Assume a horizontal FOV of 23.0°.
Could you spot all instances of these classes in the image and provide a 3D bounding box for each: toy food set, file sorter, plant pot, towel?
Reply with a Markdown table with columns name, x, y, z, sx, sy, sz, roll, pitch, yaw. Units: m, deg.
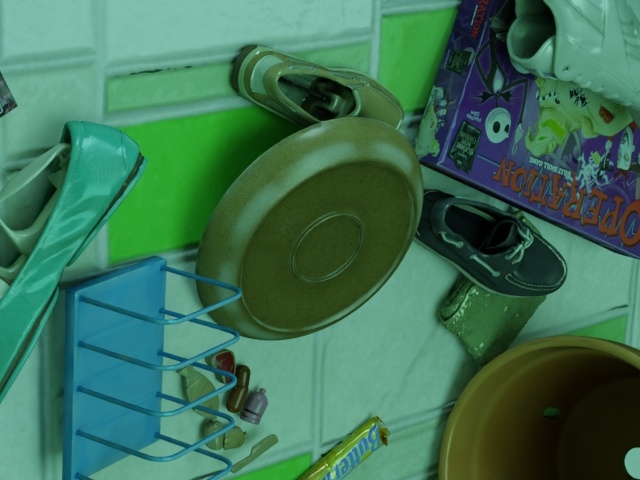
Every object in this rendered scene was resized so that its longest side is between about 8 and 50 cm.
| name | x | y | z | sx | sy | sz | roll | pitch | yaw |
| --- | --- | --- | --- | --- | --- | --- | --- | --- | --- |
| toy food set | -0.084 | 0.147 | 1.432 | 0.078 | 0.019 | 0.122 | -33 | 117 | -27 |
| file sorter | -0.135 | 0.117 | 1.298 | 0.118 | 0.105 | 0.170 | -23 | 121 | -55 |
| plant pot | 0.000 | 0.000 | 1.389 | 0.236 | 0.032 | 0.236 | -22 | 136 | -23 |
| towel | 0.187 | 0.051 | 1.615 | 0.148 | 0.027 | 0.110 | -54 | 132 | -14 |
| plant pot | 0.298 | 0.241 | 1.629 | 0.203 | 0.291 | 0.290 | 3 | 105 | -57 |

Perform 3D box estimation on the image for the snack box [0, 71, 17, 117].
| name | x | y | z | sx | sy | sz | roll | pitch | yaw |
| --- | --- | --- | --- | --- | --- | --- | --- | --- | --- |
| snack box | -0.294 | -0.132 | 1.136 | 0.100 | 0.037 | 0.141 | -37 | 126 | -22 |

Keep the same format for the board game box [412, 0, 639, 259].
| name | x | y | z | sx | sy | sz | roll | pitch | yaw |
| --- | --- | --- | --- | --- | --- | --- | --- | --- | --- |
| board game box | 0.245 | -0.124 | 1.577 | 0.347 | 0.056 | 0.208 | 20 | 91 | -43 |

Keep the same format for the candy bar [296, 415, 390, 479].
| name | x | y | z | sx | sy | sz | roll | pitch | yaw |
| --- | --- | --- | --- | --- | --- | --- | --- | --- | --- |
| candy bar | 0.006 | 0.229 | 1.537 | 0.161 | 0.018 | 0.040 | -37 | 127 | -23 |

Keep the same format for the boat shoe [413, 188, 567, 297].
| name | x | y | z | sx | sy | sz | roll | pitch | yaw |
| --- | --- | --- | --- | --- | --- | --- | --- | --- | --- |
| boat shoe | 0.172 | 0.007 | 1.534 | 0.206 | 0.065 | 0.075 | 25 | 79 | -30 |

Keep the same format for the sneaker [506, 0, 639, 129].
| name | x | y | z | sx | sy | sz | roll | pitch | yaw |
| --- | --- | --- | --- | --- | --- | --- | --- | --- | --- |
| sneaker | 0.254 | -0.187 | 1.487 | 0.152 | 0.114 | 0.305 | -41 | 127 | -4 |

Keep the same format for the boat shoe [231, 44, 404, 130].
| name | x | y | z | sx | sy | sz | roll | pitch | yaw |
| --- | --- | --- | --- | --- | --- | --- | --- | --- | --- |
| boat shoe | 0.012 | -0.119 | 1.374 | 0.190 | 0.072 | 0.068 | 9 | 100 | -42 |

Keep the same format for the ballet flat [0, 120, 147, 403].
| name | x | y | z | sx | sy | sz | roll | pitch | yaw |
| --- | --- | --- | --- | --- | --- | --- | --- | --- | --- |
| ballet flat | -0.232 | 0.012 | 1.227 | 0.087 | 0.083 | 0.247 | 32 | 84 | -18 |
